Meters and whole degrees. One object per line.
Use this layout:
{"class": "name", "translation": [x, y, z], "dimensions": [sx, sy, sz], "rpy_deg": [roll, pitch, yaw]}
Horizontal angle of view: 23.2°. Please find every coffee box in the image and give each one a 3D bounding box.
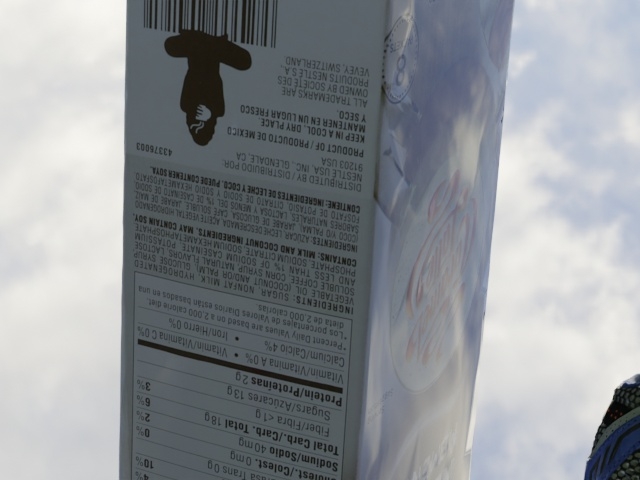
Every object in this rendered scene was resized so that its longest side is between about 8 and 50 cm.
{"class": "coffee box", "translation": [0.000, 0.000, 0.575], "dimensions": [0.098, 0.246, 0.141], "rpy_deg": [11, -159, 22]}

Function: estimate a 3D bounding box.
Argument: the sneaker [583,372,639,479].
{"class": "sneaker", "translation": [0.179, 0.074, 0.443], "dimensions": [0.221, 0.083, 0.087], "rpy_deg": [-1, -95, 2]}
